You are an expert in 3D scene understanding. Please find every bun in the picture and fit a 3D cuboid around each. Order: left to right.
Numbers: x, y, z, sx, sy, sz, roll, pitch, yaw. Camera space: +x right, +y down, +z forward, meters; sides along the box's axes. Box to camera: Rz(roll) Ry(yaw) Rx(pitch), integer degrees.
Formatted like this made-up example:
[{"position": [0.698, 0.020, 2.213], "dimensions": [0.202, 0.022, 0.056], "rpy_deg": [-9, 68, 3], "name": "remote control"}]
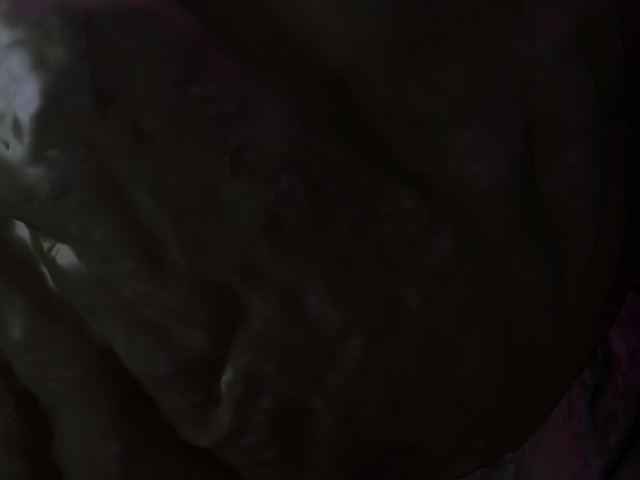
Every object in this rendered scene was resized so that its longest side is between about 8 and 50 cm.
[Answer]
[{"position": [-0.029, -0.003, 0.622], "dimensions": [0.227, 0.352, 0.349], "rpy_deg": [52, 167, 1], "name": "bun"}]
